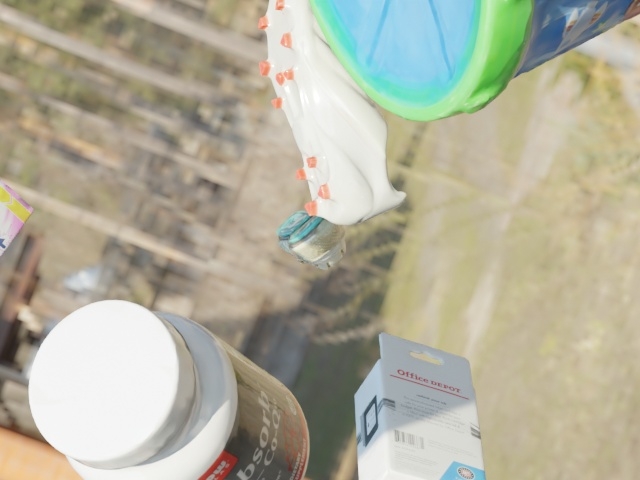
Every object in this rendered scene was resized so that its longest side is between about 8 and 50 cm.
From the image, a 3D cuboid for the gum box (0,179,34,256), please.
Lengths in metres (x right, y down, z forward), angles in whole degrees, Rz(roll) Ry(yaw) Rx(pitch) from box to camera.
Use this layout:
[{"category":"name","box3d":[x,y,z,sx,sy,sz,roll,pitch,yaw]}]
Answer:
[{"category":"gum box","box3d":[-0.409,-0.049,1.982,0.062,0.188,0.107,11,62,50]}]

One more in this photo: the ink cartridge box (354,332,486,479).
[{"category":"ink cartridge box","box3d":[0.092,0.179,1.757,0.180,0.104,0.060,-92,26,-49]}]

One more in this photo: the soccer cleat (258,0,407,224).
[{"category":"soccer cleat","box3d":[0.008,-0.105,1.409,0.068,0.076,0.196,-40,62,61]}]

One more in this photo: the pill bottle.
[{"category":"pill bottle","box3d":[-0.164,0.198,2.070,0.210,0.210,0.363,-70,-25,-11]}]

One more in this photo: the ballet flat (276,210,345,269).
[{"category":"ballet flat","box3d":[0.000,0.000,1.655,0.057,0.052,0.168,-42,7,-4]}]

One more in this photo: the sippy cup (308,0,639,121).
[{"category":"sippy cup","box3d":[0.128,-0.214,1.173,0.305,0.224,0.240,53,148,33]}]
